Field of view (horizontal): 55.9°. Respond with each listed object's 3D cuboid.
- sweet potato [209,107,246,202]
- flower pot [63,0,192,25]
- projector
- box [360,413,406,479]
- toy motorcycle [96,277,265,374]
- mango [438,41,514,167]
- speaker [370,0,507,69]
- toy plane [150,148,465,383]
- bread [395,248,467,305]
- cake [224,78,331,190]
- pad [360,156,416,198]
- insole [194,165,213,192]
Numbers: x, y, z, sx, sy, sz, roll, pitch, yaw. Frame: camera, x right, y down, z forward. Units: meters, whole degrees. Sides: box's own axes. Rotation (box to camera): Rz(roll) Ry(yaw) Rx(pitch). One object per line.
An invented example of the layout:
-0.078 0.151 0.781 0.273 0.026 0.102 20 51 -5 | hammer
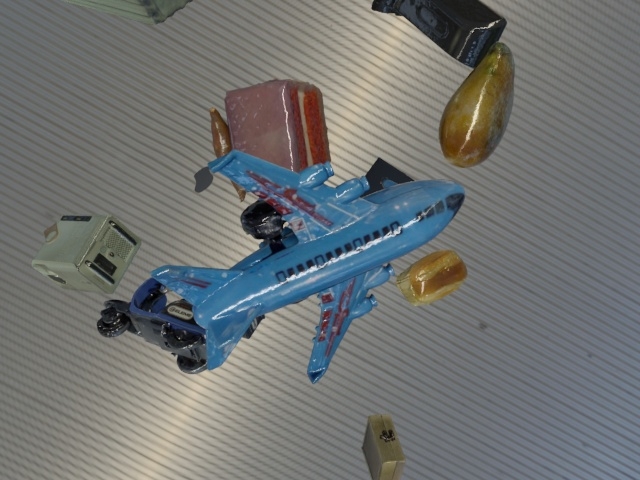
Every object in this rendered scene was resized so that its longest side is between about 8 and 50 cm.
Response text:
-0.288 -0.260 1.849 0.072 0.066 0.314 -2 119 17 | sweet potato
-0.243 -0.385 0.695 0.190 0.239 0.209 17 137 12 | flower pot
-0.628 0.035 1.609 0.243 0.163 0.177 4 57 33 | projector
0.088 0.300 0.852 0.035 0.079 0.083 -3 127 -12 | box
-0.322 0.167 1.351 0.359 0.212 0.125 13 135 22 | toy motorcycle
0.387 -0.324 1.464 0.146 0.193 0.316 18 85 31 | mango
0.363 -0.695 1.883 0.184 0.180 0.388 -24 60 -33 | speaker
0.002 0.010 0.529 0.271 0.105 0.254 -30 127 -14 | toy plane
0.350 0.111 1.856 0.236 0.106 0.140 -24 82 -36 | bread
-0.125 -0.316 1.796 0.230 0.237 0.308 -1 100 27 | cake
0.100 -0.048 1.454 0.005 0.202 0.299 30 100 -35 | pad
-0.225 -0.116 1.152 0.045 0.135 0.002 -36 86 -12 | insole
